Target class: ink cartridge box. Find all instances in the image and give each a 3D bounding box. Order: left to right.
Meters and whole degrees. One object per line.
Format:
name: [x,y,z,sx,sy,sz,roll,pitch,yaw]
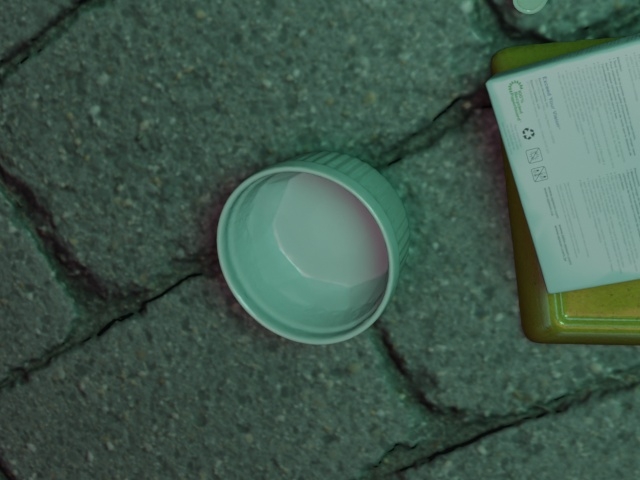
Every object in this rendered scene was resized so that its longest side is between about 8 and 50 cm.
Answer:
ink cartridge box: [0.287,-0.073,1.032,0.224,0.045,0.223,-11,107,26]

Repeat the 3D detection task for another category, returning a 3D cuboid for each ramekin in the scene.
ramekin: [0.000,0.000,1.247,0.207,0.109,0.207,9,114,20]

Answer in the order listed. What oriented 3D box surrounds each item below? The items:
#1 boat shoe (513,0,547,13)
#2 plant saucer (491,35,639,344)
boat shoe: [0.218,-0.276,1.073,0.046,0.038,0.125,18,121,-6]
plant saucer: [0.336,-0.030,1.104,0.333,0.081,0.333,-1,112,24]
